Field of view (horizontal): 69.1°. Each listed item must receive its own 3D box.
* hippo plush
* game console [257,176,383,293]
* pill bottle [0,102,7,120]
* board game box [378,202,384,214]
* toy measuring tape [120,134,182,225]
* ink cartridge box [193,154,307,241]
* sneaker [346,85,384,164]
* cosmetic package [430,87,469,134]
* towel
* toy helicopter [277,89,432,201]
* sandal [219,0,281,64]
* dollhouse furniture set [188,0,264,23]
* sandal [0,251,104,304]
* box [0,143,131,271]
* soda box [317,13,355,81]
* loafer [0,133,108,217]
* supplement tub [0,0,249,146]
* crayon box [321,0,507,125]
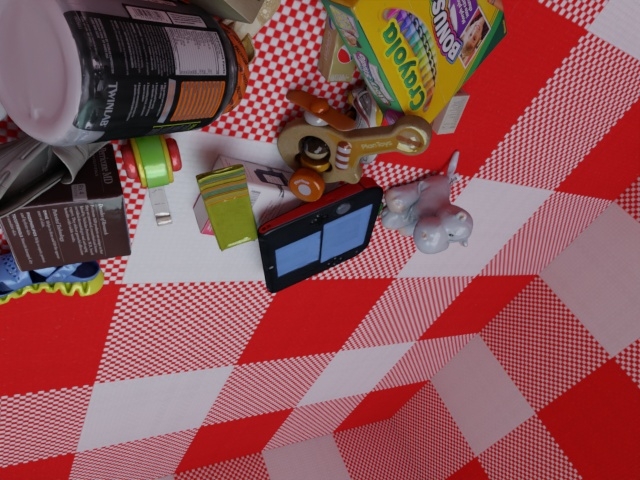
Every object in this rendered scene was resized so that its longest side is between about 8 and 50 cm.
[{"bbox_3d":[0.354,-0.061,1.405,0.294,0.236,0.234,-27,143,-2],"label":"hippo plush"},{"bbox_3d":[0.000,0.000,1.264,0.342,0.060,0.386,-28,156,-16],"label":"game console"},{"bbox_3d":[-0.597,-0.198,0.672,0.323,0.181,0.181,-36,143,8],"label":"pill bottle"},{"bbox_3d":[0.056,-0.059,1.390,0.260,0.030,0.136,-6,136,-28],"label":"board game box"},{"bbox_3d":[-0.346,-0.121,0.983,0.122,0.121,0.330,-14,141,-20],"label":"toy measuring tape"},{"bbox_3d":[-0.164,-0.091,1.147,0.237,0.100,0.172,8,130,-38],"label":"ink cartridge box"},{"bbox_3d":[0.100,-0.279,1.129,0.093,0.088,0.225,-3,141,0],"label":"sneaker"},{"bbox_3d":[0.340,-0.341,1.229,0.060,0.041,0.115,-10,140,-24],"label":"cosmetic package"},{"bbox_3d":[-0.203,-0.067,1.050,0.102,0.021,0.237,-17,141,-11],"label":"towel"},{"bbox_3d":[0.061,-0.224,1.007,0.355,0.140,0.235,-2,133,30],"label":"toy helicopter"},{"bbox_3d":[-0.153,-0.359,0.854,0.240,0.079,0.088,-45,140,21],"label":"sandal"},{"bbox_3d":[-0.124,-0.481,0.719,0.212,0.161,0.242,25,96,-48],"label":"dollhouse furniture set"},{"bbox_3d":[-0.638,0.053,1.006,0.318,0.126,0.138,-7,136,-39],"label":"sandal"},{"bbox_3d":[-0.492,-0.067,0.905,0.203,0.168,0.167,-11,139,-23],"label":"box"},{"bbox_3d":[0.045,-0.414,0.932,0.058,0.061,0.181,-10,139,-24],"label":"soda box"},{"bbox_3d":[-0.451,-0.143,0.796,0.319,0.111,0.112,-47,167,-32],"label":"loafer"},{"bbox_3d":[-0.274,-0.261,0.701,0.207,0.207,0.338,-55,166,31],"label":"supplement tub"},{"bbox_3d":[0.204,-0.433,0.905,0.313,0.106,0.363,-51,142,-2],"label":"crayon box"}]
